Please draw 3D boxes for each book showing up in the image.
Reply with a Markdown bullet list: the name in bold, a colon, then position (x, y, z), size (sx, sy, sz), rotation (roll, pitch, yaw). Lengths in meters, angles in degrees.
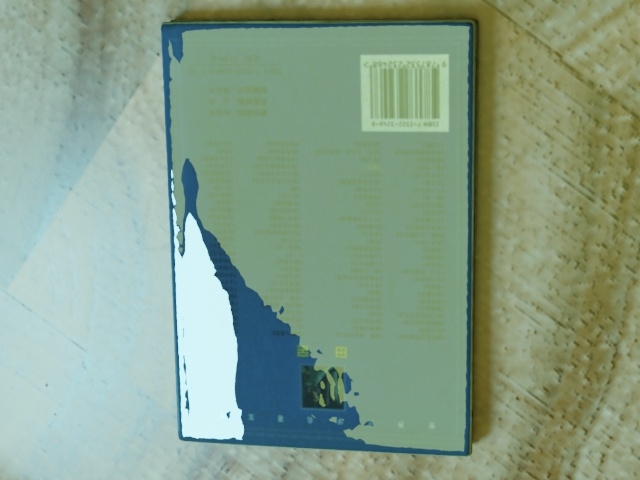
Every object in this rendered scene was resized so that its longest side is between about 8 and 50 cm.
- **book**: position (0.000, 0.000, 0.763), size (0.191, 0.025, 0.269), rotation (1, 103, 11)
